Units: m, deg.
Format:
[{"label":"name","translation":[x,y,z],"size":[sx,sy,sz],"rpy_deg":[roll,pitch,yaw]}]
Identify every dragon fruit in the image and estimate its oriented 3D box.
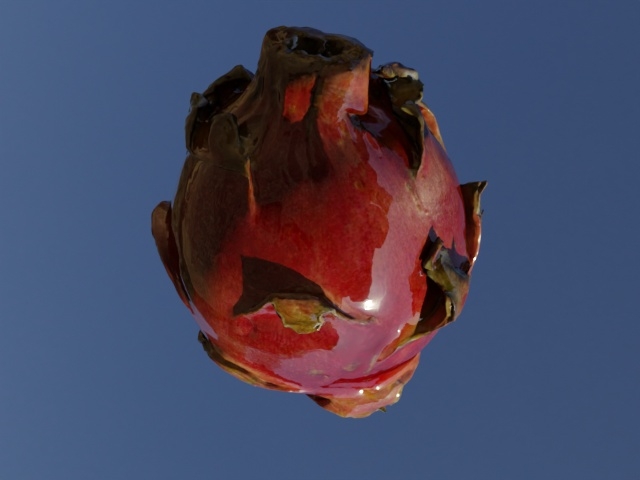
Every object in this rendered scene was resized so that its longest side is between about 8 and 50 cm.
[{"label":"dragon fruit","translation":[0.001,-0.003,0.937],"size":[0.250,0.250,0.315],"rpy_deg":[60,-39,28]}]
